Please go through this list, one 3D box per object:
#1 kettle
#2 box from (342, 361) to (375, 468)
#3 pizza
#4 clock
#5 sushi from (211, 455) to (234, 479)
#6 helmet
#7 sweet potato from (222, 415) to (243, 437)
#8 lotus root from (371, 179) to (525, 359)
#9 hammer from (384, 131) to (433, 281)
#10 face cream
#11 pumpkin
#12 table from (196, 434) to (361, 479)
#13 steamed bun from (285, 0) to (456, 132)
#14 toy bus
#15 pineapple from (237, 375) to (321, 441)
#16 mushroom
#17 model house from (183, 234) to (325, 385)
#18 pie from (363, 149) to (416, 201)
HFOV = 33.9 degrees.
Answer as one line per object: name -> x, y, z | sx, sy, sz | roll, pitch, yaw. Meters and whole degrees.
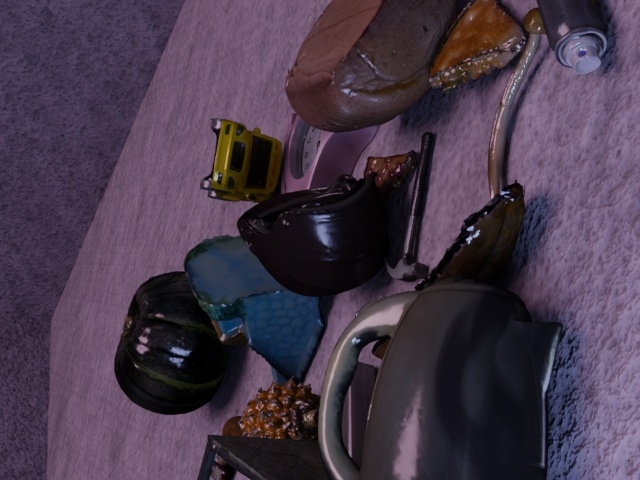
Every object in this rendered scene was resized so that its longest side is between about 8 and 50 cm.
kettle -> 0.136, 0.202, 1.306 | 0.320, 0.228, 0.324 | -3, 68, 34
box -> 0.048, 0.323, 1.688 | 0.103, 0.055, 0.244 | -40, 42, 54
pizza -> 0.253, -0.293, 1.557 | 0.185, 0.052, 0.195 | -60, 31, -3
clock -> 0.011, -0.146, 1.980 | 0.275, 0.080, 0.290 | -30, 52, 59
sushi -> -0.193, 0.472, 2.179 | 0.046, 0.044, 0.083 | 35, 114, 41
helmet -> 0.000, 0.000, 1.784 | 0.305, 0.225, 0.177 | -3, 112, 65
sweet potato -> -0.146, 0.389, 2.078 | 0.067, 0.059, 0.281 | 69, 162, -9
lotus root -> 0.196, 0.058, 1.437 | 0.078, 0.167, 0.329 | 41, 126, 14
hammer -> 0.151, -0.055, 1.690 | 0.103, 0.029, 0.247 | -14, 64, 63
face cream -> 0.322, -0.331, 1.393 | 0.073, 0.073, 0.284 | -51, 34, 45
pumpkin -> -0.321, 0.226, 2.321 | 0.323, 0.241, 0.323 | -164, 90, -77
table -> -0.023, 0.468, 1.484 | 0.335, 0.222, 0.272 | 21, 97, 53
steamed bun -> 0.101, -0.298, 1.716 | 0.251, 0.199, 0.301 | -2, 52, 57
toy bus -> -0.157, -0.152, 2.154 | 0.330, 0.152, 0.144 | 136, 144, -87
pineapple -> -0.037, 0.308, 1.763 | 0.137, 0.161, 0.176 | -35, 50, 49
mushroom -> 0.267, -0.174, 1.473 | 0.068, 0.043, 0.306 | -48, -28, -74
model house -> -0.125, 0.139, 2.014 | 0.261, 0.225, 0.241 | -120, 19, -60
pie -> 0.112, -0.111, 1.792 | 0.170, 0.034, 0.092 | -7, 68, 64
